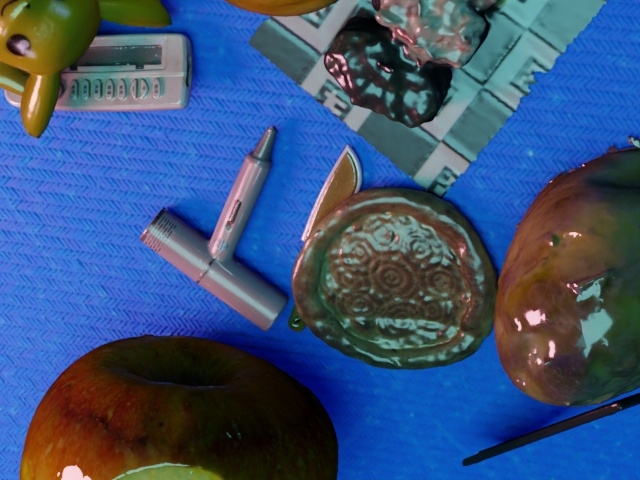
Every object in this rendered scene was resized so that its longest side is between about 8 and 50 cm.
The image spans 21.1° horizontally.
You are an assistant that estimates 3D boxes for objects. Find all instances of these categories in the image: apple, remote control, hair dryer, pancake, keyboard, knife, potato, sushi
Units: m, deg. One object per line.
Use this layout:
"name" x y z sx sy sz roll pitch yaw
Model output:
"apple" -0.172 0.303 2.052 0.384 0.374 0.374 15 115 26
"remote control" -0.262 -0.197 2.041 0.230 0.049 0.090 0 83 15
"hair dryer" -0.080 -0.027 2.074 0.195 0.053 0.220 37 109 -3
"pancake" 0.090 0.049 2.055 0.250 0.031 0.250 4 115 9
"keyboard" 0.313 0.204 1.950 0.381 0.103 0.041 -20 84 50
"knife" 0.000 0.000 2.071 0.046 0.022 0.256 24 115 9
"potato" 0.321 0.053 1.866 0.301 0.237 0.289 25 112 16
"sushi" 0.122 -0.248 1.896 0.296 0.100 0.373 39 116 -3

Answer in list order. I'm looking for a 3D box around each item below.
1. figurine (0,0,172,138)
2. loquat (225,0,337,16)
"figurine" -0.366 -0.283 1.967 0.327 0.169 0.218 40 97 8
"loquat" -0.045 -0.378 1.806 0.275 0.275 0.275 5 112 13
